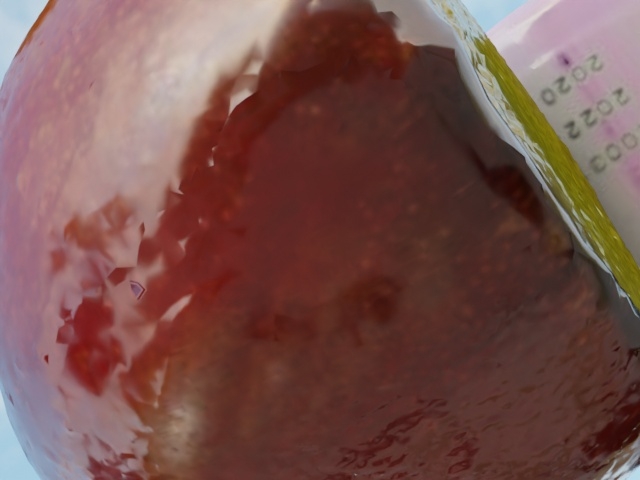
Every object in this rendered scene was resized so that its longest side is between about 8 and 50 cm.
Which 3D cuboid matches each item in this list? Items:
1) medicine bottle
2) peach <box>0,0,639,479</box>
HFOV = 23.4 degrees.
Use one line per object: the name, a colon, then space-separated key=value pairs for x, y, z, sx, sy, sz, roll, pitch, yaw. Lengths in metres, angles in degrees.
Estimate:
medicine bottle: x=0.168 y=0.010 z=0.685 sx=0.152 sy=0.254 sz=0.152 roll=-30 pitch=-16 yaw=-10
peach: x=0.000 y=0.000 z=0.518 sx=0.245 sy=0.248 sz=0.274 roll=-50 pitch=-25 yaw=-11
